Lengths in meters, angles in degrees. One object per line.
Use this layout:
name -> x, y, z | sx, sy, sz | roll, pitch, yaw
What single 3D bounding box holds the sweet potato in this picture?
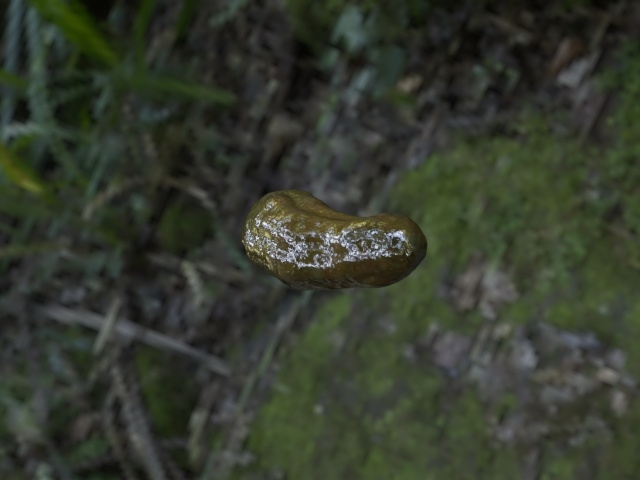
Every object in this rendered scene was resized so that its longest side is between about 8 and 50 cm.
sweet potato -> -0.001, 0.002, 1.050 | 0.053, 0.054, 0.182 | -57, 24, -9
